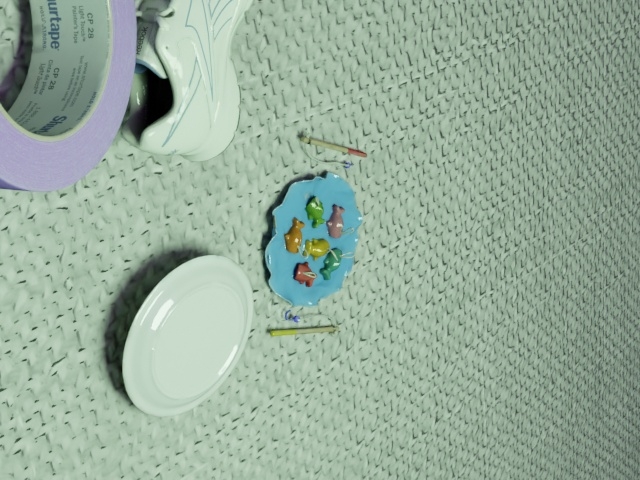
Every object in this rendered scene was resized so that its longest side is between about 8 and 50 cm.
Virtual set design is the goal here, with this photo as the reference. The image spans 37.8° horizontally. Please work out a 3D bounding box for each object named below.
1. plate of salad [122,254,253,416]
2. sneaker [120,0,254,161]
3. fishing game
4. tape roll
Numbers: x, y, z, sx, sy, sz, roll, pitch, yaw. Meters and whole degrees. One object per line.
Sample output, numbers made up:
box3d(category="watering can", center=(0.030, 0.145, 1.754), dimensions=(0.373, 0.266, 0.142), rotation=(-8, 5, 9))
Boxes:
box3d(category="plate of salad", center=(-0.154, 0.108, 1.077), dimensions=(0.200, 0.048, 0.199), rotation=(-30, 131, -41))
box3d(category="sneaker", center=(-0.139, -0.223, 0.940), dimensions=(0.129, 0.111, 0.297), rotation=(-17, 112, -60))
box3d(category="fishing game", center=(0.000, 0.000, 1.221), dimensions=(0.189, 0.041, 0.264), rotation=(9, 93, -51))
box3d(category="tape roll", center=(-0.261, -0.180, 0.778), dimensions=(0.275, 0.090, 0.274), rotation=(5, 90, -71))
